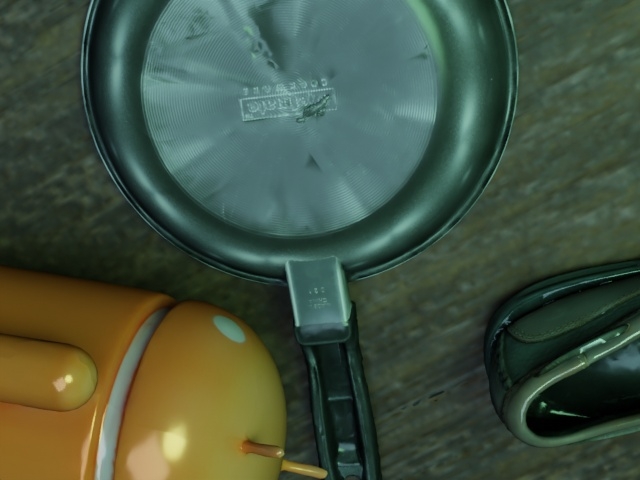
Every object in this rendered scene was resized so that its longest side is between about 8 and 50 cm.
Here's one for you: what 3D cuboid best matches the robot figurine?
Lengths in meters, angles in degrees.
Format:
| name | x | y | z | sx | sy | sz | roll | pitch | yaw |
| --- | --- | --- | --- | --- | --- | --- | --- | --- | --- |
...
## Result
| name | x | y | z | sx | sy | sz | roll | pitch | yaw |
| --- | --- | --- | --- | --- | --- | --- | --- | --- | --- |
| robot figurine | -0.110 | 0.079 | 0.746 | 0.219 | 0.128 | 0.158 | 9 | 124 | 15 |

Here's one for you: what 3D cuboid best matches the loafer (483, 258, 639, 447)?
| name | x | y | z | sx | sy | sz | roll | pitch | yaw |
| --- | --- | --- | --- | --- | --- | --- | --- | --- | --- |
| loafer | 0.202 | 0.036 | 0.735 | 0.267 | 0.084 | 0.096 | -19 | 106 | 11 |

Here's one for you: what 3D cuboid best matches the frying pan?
| name | x | y | z | sx | sy | sz | roll | pitch | yaw |
| --- | --- | --- | --- | --- | --- | --- | --- | --- | --- |
| frying pan | -0.028 | -0.010 | 0.763 | 0.197 | 0.053 | 0.326 | 16 | 107 | 1 |
